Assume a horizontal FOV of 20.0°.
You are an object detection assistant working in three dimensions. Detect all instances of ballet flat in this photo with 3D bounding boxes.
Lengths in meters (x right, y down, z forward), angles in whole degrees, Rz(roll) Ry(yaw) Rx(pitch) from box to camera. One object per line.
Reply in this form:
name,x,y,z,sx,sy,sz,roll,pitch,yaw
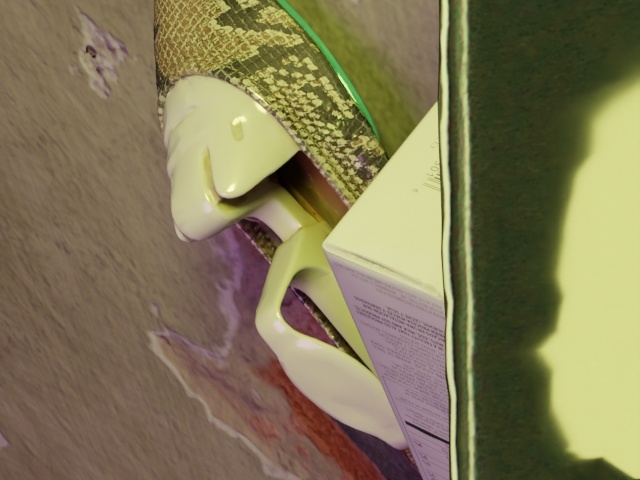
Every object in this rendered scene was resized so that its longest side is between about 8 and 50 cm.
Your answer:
ballet flat,0.000,0.000,1.362,0.483,0.182,0.164,52,142,-3

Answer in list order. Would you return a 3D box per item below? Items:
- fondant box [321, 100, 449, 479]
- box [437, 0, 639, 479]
fondant box,0.144,0.035,1.138,0.096,0.238,0.330,23,152,33
box,0.337,0.017,0.686,0.479,0.297,0.472,-7,154,18
